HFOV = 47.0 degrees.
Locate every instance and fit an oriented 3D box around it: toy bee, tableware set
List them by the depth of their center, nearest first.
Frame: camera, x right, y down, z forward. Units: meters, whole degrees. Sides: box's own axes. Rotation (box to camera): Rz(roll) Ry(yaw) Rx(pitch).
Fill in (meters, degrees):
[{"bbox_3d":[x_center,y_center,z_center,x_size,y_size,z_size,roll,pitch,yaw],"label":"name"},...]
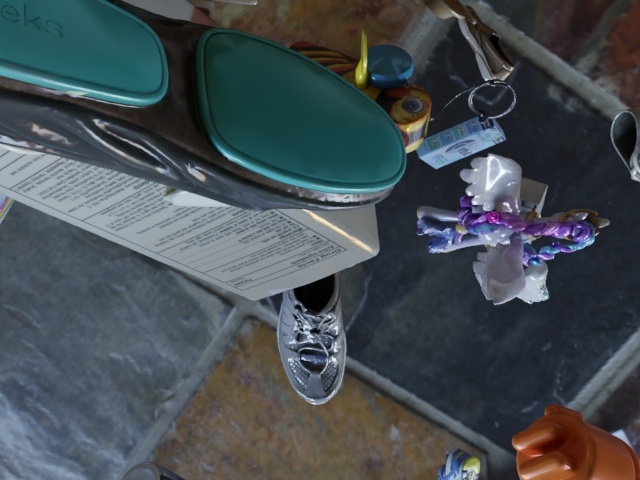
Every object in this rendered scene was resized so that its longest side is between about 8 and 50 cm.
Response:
[{"bbox_3d":[0.068,-0.251,0.653,0.168,0.141,0.020,14,132,-43],"label":"tableware set"},{"bbox_3d":[0.079,-0.177,0.940,0.298,0.162,0.195,-1,135,27],"label":"toy bee"}]

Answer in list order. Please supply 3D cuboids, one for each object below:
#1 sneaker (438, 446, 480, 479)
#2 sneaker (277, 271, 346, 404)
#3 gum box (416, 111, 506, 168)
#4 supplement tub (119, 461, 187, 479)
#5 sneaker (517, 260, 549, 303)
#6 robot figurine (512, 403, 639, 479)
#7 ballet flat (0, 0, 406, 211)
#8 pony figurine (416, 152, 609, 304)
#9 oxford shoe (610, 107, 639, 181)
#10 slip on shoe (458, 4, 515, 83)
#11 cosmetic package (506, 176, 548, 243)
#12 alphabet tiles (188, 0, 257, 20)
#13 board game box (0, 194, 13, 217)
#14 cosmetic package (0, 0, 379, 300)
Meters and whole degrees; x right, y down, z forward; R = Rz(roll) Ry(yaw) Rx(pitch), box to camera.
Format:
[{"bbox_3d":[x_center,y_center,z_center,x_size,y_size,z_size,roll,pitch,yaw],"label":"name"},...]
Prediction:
[{"bbox_3d":[0.234,0.420,1.270,0.053,0.059,0.144,-8,116,-37],"label":"sneaker"},{"bbox_3d":[-0.019,0.111,1.071,0.105,0.115,0.282,-4,101,2],"label":"sneaker"},{"bbox_3d":[0.331,-0.232,1.731,0.184,0.157,0.041,-22,77,20],"label":"gum box"},{"bbox_3d":[-0.246,0.456,1.225,0.117,0.117,0.190,-33,129,12],"label":"supplement tub"},{"bbox_3d":[0.552,0.114,1.881,0.080,0.212,0.094,-42,80,-10],"label":"sneaker"},{"bbox_3d":[0.363,0.320,1.028,0.219,0.158,0.128,27,94,-32],"label":"robot figurine"},{"bbox_3d":[-0.084,-0.069,0.377,0.280,0.095,0.096,16,153,-36],"label":"ballet flat"},{"bbox_3d":[0.387,-0.032,1.603,0.350,0.363,0.303,-5,94,-36],"label":"pony figurine"},{"bbox_3d":[0.612,-0.119,1.260,0.130,0.449,0.169,-5,119,4],"label":"oxford shoe"},{"bbox_3d":[0.240,-0.289,1.064,0.051,0.135,0.041,8,149,-41],"label":"slip on shoe"},{"bbox_3d":[0.473,-0.067,1.759,0.098,0.239,0.060,22,71,19],"label":"cosmetic package"},{"bbox_3d":[-0.146,-0.286,0.610,0.198,0.009,0.237,-2,95,-25],"label":"alphabet tiles"},{"bbox_3d":[-0.425,-0.009,0.812,0.079,0.336,0.254,34,126,-16],"label":"board game box"},{"bbox_3d":[-0.100,-0.069,0.577,0.153,0.129,0.296,-22,146,30],"label":"cosmetic package"}]
